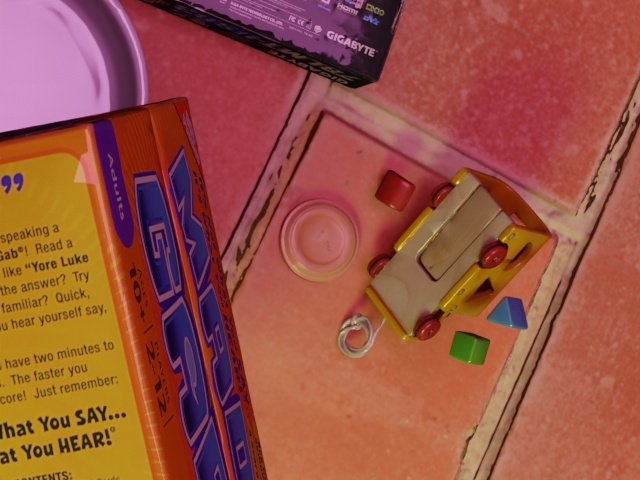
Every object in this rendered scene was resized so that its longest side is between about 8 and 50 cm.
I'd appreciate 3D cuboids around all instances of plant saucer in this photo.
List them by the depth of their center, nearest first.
[{"bbox_3d":[0.000,0.000,1.492,0.083,0.013,0.083,0,90,-19],"label":"plant saucer"}]

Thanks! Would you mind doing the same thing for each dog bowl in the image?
[{"bbox_3d":[-0.293,-0.134,1.347,0.265,0.104,0.264,0,90,-18],"label":"dog bowl"}]

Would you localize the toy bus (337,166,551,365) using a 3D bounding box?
[{"bbox_3d":[0.133,0.029,1.486,0.104,0.202,0.191,13,79,-51],"label":"toy bus"}]

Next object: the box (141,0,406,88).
[{"bbox_3d":[-0.036,-0.336,1.453,0.296,0.073,0.293,20,83,-17],"label":"box"}]

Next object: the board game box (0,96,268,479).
[{"bbox_3d":[-0.258,0.108,1.099,0.357,0.356,0.356,-11,97,6],"label":"board game box"}]
